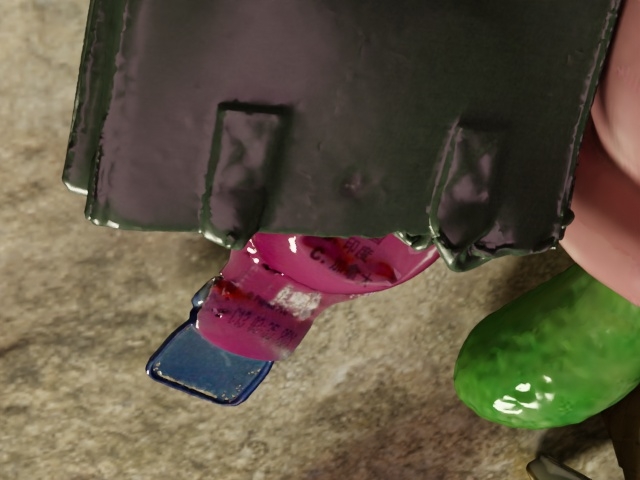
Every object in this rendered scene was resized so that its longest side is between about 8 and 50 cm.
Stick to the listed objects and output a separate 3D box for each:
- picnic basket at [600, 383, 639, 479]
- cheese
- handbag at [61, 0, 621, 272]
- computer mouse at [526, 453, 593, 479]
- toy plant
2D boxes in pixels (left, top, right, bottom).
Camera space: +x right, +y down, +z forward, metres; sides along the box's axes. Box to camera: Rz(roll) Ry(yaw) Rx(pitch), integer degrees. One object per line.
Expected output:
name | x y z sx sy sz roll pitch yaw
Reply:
picnic basket | 0.300 0.118 0.937 0.138 0.128 0.178 30 120 -27
cheese | 0.000 0.000 0.744 0.155 0.062 0.244 27 113 -37
handbag | 0.022 -0.116 0.603 0.247 0.079 0.260 3 108 -27
computer mouse | 0.230 0.214 0.948 0.045 0.199 0.102 -61 171 0
toy plant | 0.247 0.000 0.737 0.317 0.210 0.356 7 122 4
